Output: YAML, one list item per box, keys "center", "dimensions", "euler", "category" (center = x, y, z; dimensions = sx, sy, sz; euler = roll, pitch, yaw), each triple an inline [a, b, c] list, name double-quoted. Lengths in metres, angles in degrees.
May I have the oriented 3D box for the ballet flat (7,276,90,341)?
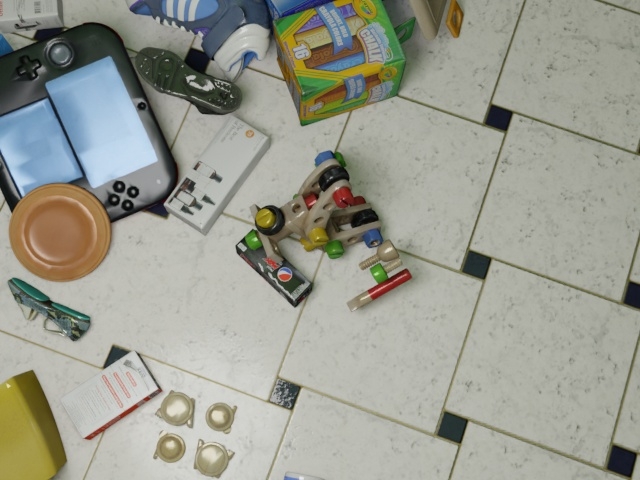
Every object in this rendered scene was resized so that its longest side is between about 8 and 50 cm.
- center: [-0.545, 0.140, 1.677]
  dimensions: [0.188, 0.070, 0.070]
  euler: [27, 76, 9]
  category: "ballet flat"

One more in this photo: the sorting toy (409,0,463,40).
- center: [0.218, -0.542, 1.763]
  dimensions: [0.047, 0.347, 0.196]
  euler: [6, 61, 30]
  category: "sorting toy"

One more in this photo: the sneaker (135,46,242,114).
- center: [-0.276, -0.321, 1.765]
  dimensions: [0.228, 0.130, 0.087]
  euler: [21, 85, -9]
  category: "sneaker"

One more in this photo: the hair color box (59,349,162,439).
- center: [-0.402, 0.297, 1.640]
  dimensions: [0.167, 0.053, 0.093]
  euler: [-33, 77, -8]
  category: "hair color box"

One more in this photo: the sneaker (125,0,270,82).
- center: [-0.256, -0.444, 1.809]
  dimensions: [0.323, 0.130, 0.236]
  euler: [-6, 103, 25]
  category: "sneaker"

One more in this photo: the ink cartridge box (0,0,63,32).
- center: [-0.635, -0.513, 1.854]
  dimensions: [0.135, 0.056, 0.099]
  euler: [-7, 75, -4]
  category: "ink cartridge box"

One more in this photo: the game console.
- center: [-0.501, -0.211, 1.712]
  dimensions: [0.342, 0.060, 0.386]
  euler: [-24, 97, -8]
  category: "game console"

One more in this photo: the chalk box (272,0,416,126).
- center: [0.067, -0.386, 1.773]
  dimensions: [0.289, 0.180, 0.179]
  euler: [-19, 76, -5]
  category: "chalk box"

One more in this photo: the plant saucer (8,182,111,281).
- center: [-0.519, -0.014, 1.690]
  dimensions: [0.200, 0.037, 0.200]
  euler: [-1, 96, -6]
  category: "plant saucer"

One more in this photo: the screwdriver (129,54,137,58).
- center: [-0.436, -0.395, 1.846]
  dimensions: [0.170, 0.024, 0.025]
  euler: [-19, 105, -8]
  category: "screwdriver"

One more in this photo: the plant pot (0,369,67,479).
- center: [-0.580, 0.376, 1.546]
  dimensions: [0.212, 0.212, 0.187]
  euler: [-35, 91, -10]
  category: "plant pot"

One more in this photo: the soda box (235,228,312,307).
- center: [-0.093, 0.056, 1.709]
  dimensions: [0.169, 0.060, 0.053]
  euler: [43, 76, 10]
  category: "soda box"

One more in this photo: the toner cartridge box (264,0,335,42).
- center: [0.049, -0.545, 1.825]
  dimensions: [0.348, 0.165, 0.075]
  euler: [-29, 76, -9]
  category: "toner cartridge box"

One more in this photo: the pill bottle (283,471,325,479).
- center: [-0.041, 0.504, 1.578]
  dimensions: [0.078, 0.078, 0.137]
  euler: [11, 75, 2]
  category: "pill bottle"

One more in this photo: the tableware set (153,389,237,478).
- center: [-0.242, 0.371, 1.641]
  dimensions: [0.169, 0.020, 0.141]
  euler: [14, 77, 1]
  category: "tableware set"

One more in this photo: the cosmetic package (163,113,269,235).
- center: [-0.211, -0.136, 1.759]
  dimensions: [0.099, 0.060, 0.239]
  euler: [32, 76, 6]
  category: "cosmetic package"

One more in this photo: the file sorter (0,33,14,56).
- center: [-0.727, -0.348, 1.777]
  dimensions: [0.104, 0.118, 0.170]
  euler: [23, 75, 8]
  category: "file sorter"

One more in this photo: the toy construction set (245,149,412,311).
- center: [0.000, 0.000, 1.665]
  dimensions: [0.237, 0.257, 0.308]
  euler: [-31, 85, 6]
  category: "toy construction set"
